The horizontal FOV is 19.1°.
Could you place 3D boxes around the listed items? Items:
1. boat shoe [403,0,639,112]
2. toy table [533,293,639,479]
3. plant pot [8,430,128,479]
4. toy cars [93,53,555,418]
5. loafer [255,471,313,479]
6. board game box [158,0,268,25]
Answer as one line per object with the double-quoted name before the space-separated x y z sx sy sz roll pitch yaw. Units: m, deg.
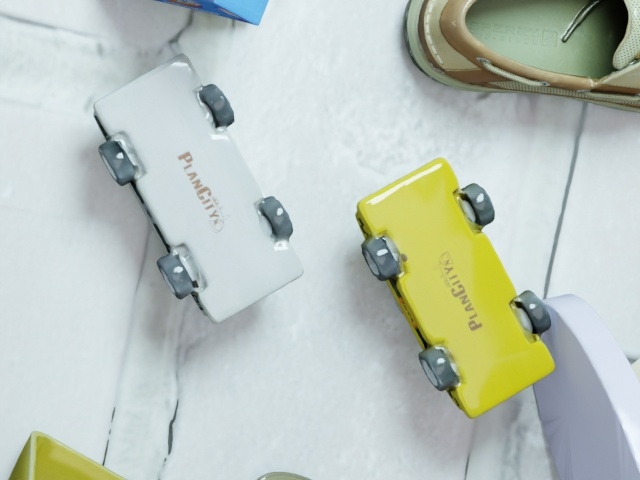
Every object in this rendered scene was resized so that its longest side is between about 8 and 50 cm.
"boat shoe" 0.230 -0.156 1.454 0.324 0.120 0.122 -3 95 -13
"toy table" 0.277 0.151 1.437 0.161 0.252 0.274 -13 69 -13
"plant pot" -0.167 0.295 1.356 0.212 0.212 0.187 33 98 -14
"toy cars" 0.000 0.000 1.432 0.394 0.087 0.176 21 84 -11
"loafer" 0.010 0.227 1.463 0.148 0.050 0.056 31 86 -14
"board game box" -0.064 -0.267 1.355 0.047 0.160 0.210 25 87 -39
